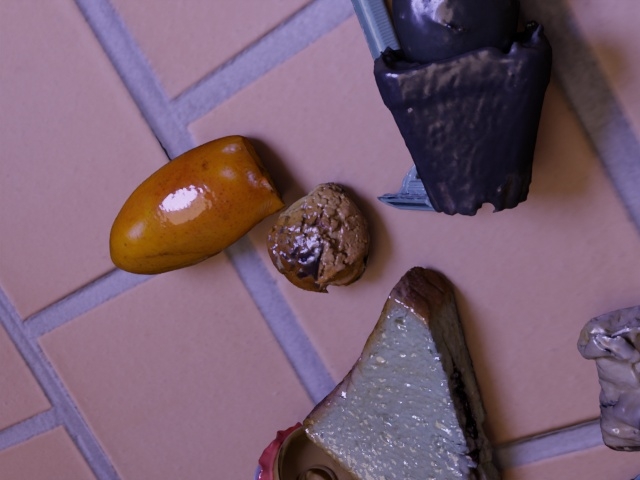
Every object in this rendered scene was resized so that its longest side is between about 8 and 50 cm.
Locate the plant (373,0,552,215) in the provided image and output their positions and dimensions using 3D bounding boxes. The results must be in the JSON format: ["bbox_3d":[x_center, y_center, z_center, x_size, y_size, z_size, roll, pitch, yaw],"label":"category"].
[{"bbox_3d":[0.138,-0.154,0.885,0.164,0.142,0.256,-9,105,13],"label":"plant"}]

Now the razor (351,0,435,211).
[{"bbox_3d":[0.080,-0.166,0.995,0.111,0.056,0.278,9,116,67],"label":"razor"}]

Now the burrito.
[{"bbox_3d":[0.419,0.122,0.894,0.347,0.107,0.175,-18,117,37],"label":"burrito"}]

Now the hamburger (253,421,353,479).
[{"bbox_3d":[-0.017,0.332,1.214,0.175,0.175,0.137,44,137,6],"label":"hamburger"}]

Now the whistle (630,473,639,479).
[{"bbox_3d":[0.446,0.367,0.957,0.289,0.163,0.163,45,126,4],"label":"whistle"}]

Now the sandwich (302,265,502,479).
[{"bbox_3d":[0.133,0.207,1.101,0.254,0.099,0.288,39,126,17],"label":"sandwich"}]

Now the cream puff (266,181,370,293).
[{"bbox_3d":[0.000,0.000,1.086,0.119,0.104,0.133,38,125,19],"label":"cream puff"}]

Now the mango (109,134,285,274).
[{"bbox_3d":[-0.163,-0.034,1.141,0.252,0.154,0.126,-30,88,23],"label":"mango"}]
